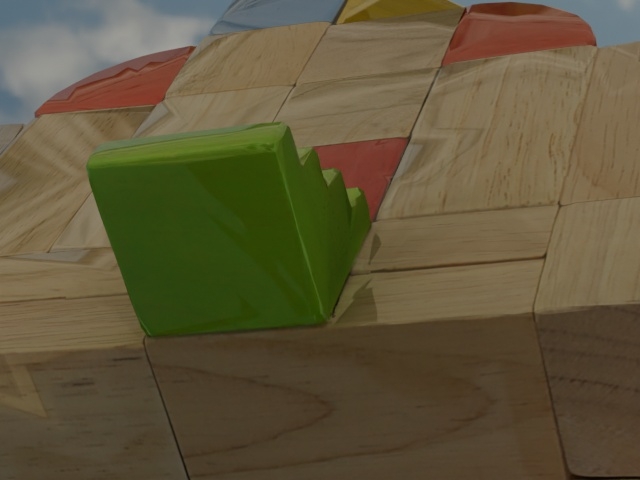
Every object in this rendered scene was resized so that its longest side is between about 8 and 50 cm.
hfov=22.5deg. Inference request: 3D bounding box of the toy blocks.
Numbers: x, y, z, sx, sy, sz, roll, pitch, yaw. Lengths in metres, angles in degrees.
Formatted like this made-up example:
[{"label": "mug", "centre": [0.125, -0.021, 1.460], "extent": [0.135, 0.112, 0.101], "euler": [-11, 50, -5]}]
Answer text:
[{"label": "toy blocks", "centre": [0.000, 0.000, 0.514], "extent": [0.381, 0.190, 0.261], "euler": [-5, -152, 19]}]
